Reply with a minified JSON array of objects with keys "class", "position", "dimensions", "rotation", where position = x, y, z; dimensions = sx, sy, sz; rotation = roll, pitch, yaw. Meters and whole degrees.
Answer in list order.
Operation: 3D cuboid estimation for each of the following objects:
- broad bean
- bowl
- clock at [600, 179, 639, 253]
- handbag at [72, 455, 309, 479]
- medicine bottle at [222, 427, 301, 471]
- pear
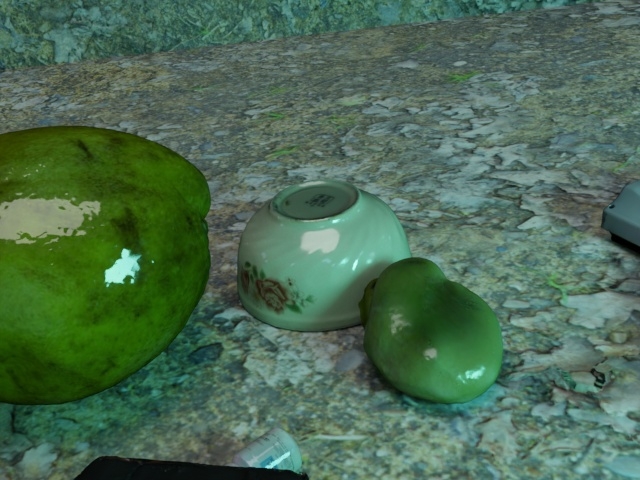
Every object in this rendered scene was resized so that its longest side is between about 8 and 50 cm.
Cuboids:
[{"class":"broad bean","position":[0.130,0.110,0.930],"dimensions":[0.169,0.100,0.228],"rotation":[-29,37,-22]},{"class":"bowl","position":[0.000,0.000,1.108],"dimensions":[0.277,0.145,0.277],"rotation":[-7,31,4]},{"class":"clock","position":[0.572,-0.038,1.105],"dimensions":[0.253,0.083,0.186],"rotation":[-20,31,-22]},{"class":"handbag","position":[-0.111,0.279,0.610],"dimensions":[0.215,0.169,0.155],"rotation":[0,16,15]},{"class":"medicine bottle","position":[-0.067,0.241,0.783],"dimensions":[0.089,0.052,0.052],"rotation":[-28,35,-32]},{"class":"pear","position":[-0.330,0.033,0.934],"dimensions":[0.413,0.352,0.352],"rotation":[-15,30,-10]}]
